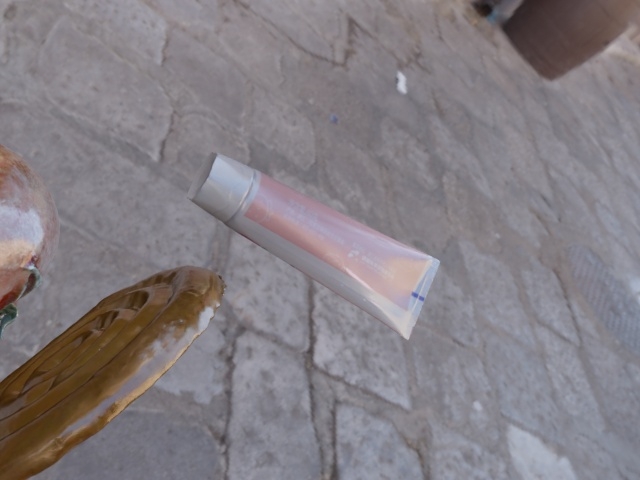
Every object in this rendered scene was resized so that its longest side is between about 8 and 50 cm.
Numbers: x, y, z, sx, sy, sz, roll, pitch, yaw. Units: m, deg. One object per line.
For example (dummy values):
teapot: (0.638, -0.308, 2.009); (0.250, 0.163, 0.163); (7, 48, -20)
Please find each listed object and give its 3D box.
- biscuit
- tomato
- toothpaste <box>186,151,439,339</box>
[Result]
biscuit: (-0.186, 0.098, 0.605); (0.037, 0.262, 0.262); (55, 28, -13)
tomato: (-0.482, 0.010, 0.985); (0.282, 0.317, 0.316); (53, 29, -8)
toothpaste: (0.000, 0.000, 0.564); (0.195, 0.043, 0.067); (30, 73, -21)
